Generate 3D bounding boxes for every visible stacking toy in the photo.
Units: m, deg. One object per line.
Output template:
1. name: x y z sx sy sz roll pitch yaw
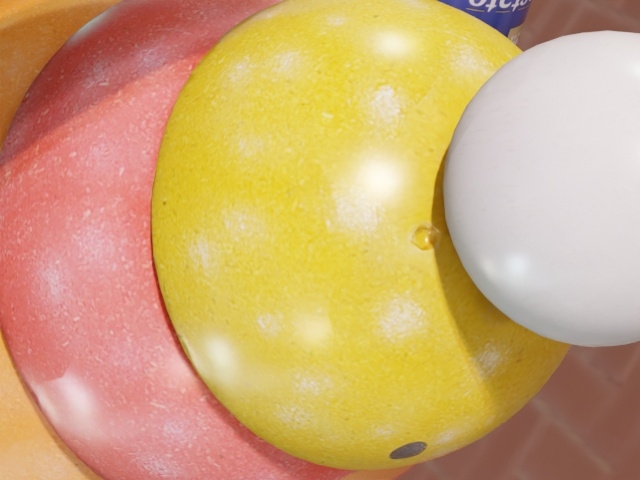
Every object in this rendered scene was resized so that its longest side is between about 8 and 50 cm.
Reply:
1. stacking toy: 0.000 0.000 0.811 0.480 0.350 0.350 -9 57 58

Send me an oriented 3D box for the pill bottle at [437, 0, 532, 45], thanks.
1. pill bottle: 0.087 -0.179 1.255 0.123 0.123 0.219 -110 31 -56
